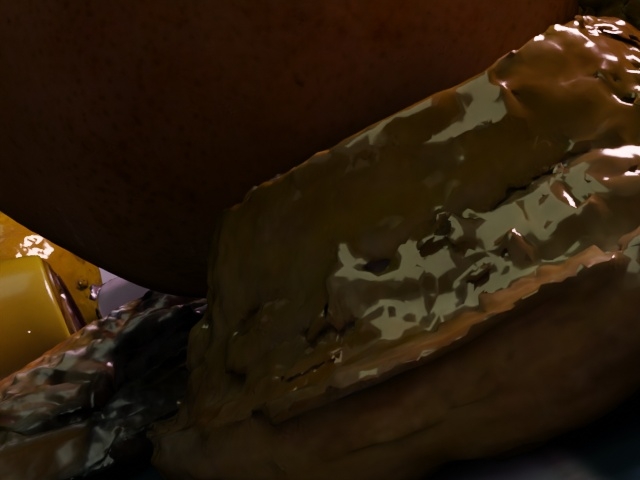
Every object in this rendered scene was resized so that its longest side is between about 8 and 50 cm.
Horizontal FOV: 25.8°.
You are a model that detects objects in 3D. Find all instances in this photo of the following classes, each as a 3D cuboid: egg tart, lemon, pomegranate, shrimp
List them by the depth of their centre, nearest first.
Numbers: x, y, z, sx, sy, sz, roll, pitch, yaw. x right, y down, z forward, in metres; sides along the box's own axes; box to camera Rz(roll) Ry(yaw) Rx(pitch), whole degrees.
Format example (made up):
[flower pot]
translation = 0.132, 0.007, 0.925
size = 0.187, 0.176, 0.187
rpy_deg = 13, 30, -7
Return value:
[egg tart]
translation = 0.062, -0.001, 0.585
size = 0.341, 0.129, 0.341
rpy_deg = -27, 4, 2
[pomegranate]
translation = -0.051, -0.173, 0.814
size = 0.417, 0.416, 0.416
rpy_deg = -25, 3, 1
[shrimp]
translation = -0.086, 0.074, 0.919
size = 0.445, 0.085, 0.272
rpy_deg = -27, 10, -13
[lemon]
translation = -0.378, 0.085, 1.616
size = 0.236, 0.236, 0.263
rpy_deg = -30, -24, -56

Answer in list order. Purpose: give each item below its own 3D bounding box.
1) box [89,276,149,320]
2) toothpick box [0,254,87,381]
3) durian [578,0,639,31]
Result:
[box]
translation = 0.000, 0.000, 1.157
size = 0.370, 0.112, 0.190
rpy_deg = -23, 3, 21
[toothpick box]
translation = -0.334, 0.119, 1.226
size = 0.271, 0.175, 0.175
rpy_deg = -23, 3, -8
[durian]
translation = 0.253, -0.148, 0.870
size = 0.200, 0.176, 0.237
rpy_deg = -2, 0, 18
